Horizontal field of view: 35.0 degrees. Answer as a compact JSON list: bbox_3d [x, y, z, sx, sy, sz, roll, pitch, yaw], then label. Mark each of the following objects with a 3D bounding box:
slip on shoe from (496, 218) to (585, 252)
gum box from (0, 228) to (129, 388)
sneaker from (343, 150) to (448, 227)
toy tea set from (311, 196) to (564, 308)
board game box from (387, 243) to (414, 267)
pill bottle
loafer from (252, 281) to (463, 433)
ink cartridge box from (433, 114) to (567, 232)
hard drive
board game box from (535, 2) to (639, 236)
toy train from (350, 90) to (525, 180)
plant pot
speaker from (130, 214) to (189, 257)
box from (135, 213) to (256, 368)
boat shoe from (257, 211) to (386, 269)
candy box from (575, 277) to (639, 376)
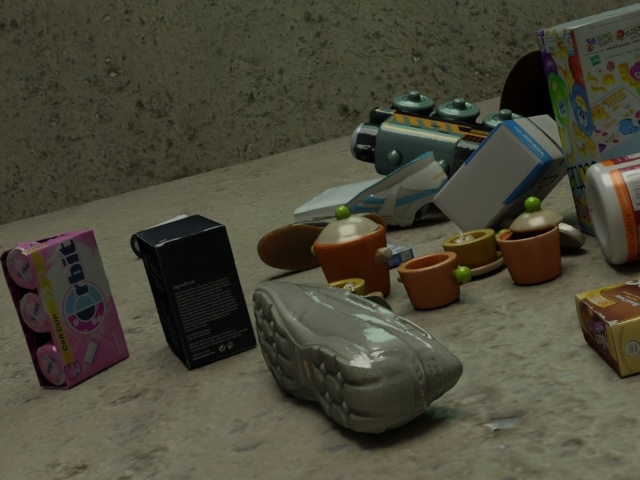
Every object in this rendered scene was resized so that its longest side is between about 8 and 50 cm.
[{"bbox_3d":[0.279,0.001,1.305,0.135,0.051,0.041,11,66,49],"label":"slip on shoe"},{"bbox_3d":[-0.327,0.081,1.301,0.062,0.188,0.107,-6,14,39],"label":"gum box"},{"bbox_3d":[0.117,-0.058,1.708,0.229,0.092,0.087,-31,1,39],"label":"sneaker"},{"bbox_3d":[0.128,0.004,1.254,0.336,0.124,0.200,-14,11,6],"label":"toy tea set"},{"bbox_3d":[0.076,0.029,1.476,0.090,0.020,0.090,-19,12,-19],"label":"board game box"},{"bbox_3d":[0.426,-0.054,1.159,0.221,0.121,0.121,-13,11,5],"label":"pill bottle"},{"bbox_3d":[0.021,0.101,0.984,0.111,0.112,0.319,-14,17,-21],"label":"loafer"},{"bbox_3d":[0.266,-0.090,1.409,0.148,0.086,0.203,-52,-18,27],"label":"ink cartridge box"},{"bbox_3d":[0.125,-0.090,1.958,0.307,0.040,0.203,-11,12,24],"label":"hard drive"},{"bbox_3d":[0.388,-0.150,1.284,0.144,0.275,0.142,-16,11,-4],"label":"board game box"},{"bbox_3d":[0.217,-0.163,1.772,0.334,0.142,0.190,15,30,24],"label":"toy train"},{"bbox_3d":[0.490,-0.243,1.890,0.230,0.215,0.215,-3,4,-29],"label":"plant pot"},{"bbox_3d":[-0.327,-0.010,2.114,0.055,0.055,0.136,-5,14,43],"label":"speaker"},{"bbox_3d":[-0.158,0.059,1.273,0.093,0.158,0.156,-18,12,-16],"label":"box"},{"bbox_3d":[0.000,0.000,1.602,0.207,0.073,0.073,-9,8,-10],"label":"boat shoe"},{"bbox_3d":[0.333,0.060,0.899,0.187,0.053,0.109,-16,12,1],"label":"candy box"}]
